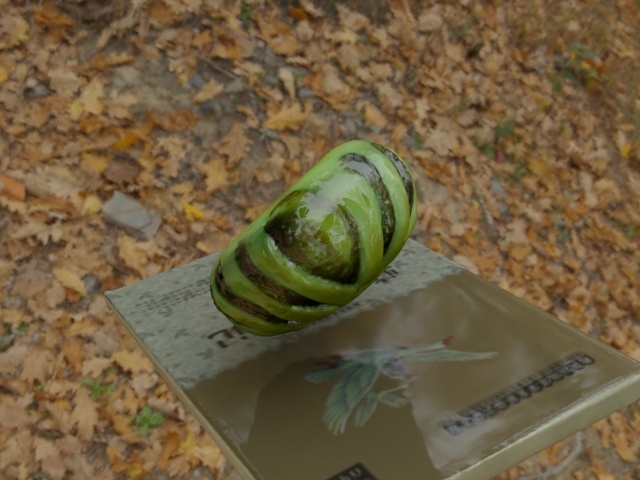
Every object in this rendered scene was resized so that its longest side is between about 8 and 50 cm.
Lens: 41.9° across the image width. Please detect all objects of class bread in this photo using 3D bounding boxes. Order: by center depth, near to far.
[{"bbox_3d":[0.000,0.000,0.461,0.130,0.139,0.071,-40,92,-34],"label":"bread"}]

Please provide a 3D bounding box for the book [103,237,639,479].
[{"bbox_3d":[0.012,0.059,0.530,0.217,0.021,0.310,-20,28,-25],"label":"book"}]
